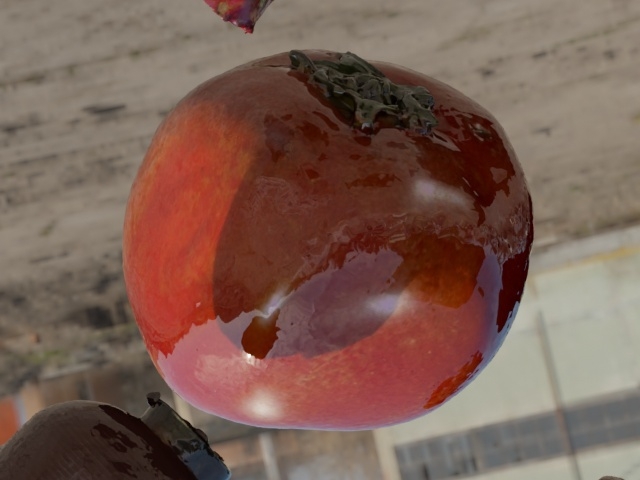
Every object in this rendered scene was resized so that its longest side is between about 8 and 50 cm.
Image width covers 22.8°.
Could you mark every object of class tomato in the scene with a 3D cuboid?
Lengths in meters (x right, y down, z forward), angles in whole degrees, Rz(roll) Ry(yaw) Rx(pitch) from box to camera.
[{"bbox_3d":[0.000,0.000,1.274,0.293,0.290,0.325,-2,-147,-35],"label":"tomato"}]

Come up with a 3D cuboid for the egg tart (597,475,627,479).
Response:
[{"bbox_3d":[0.277,0.312,1.453,0.147,0.202,0.202,-56,167,8],"label":"egg tart"}]

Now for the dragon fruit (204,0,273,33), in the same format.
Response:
[{"bbox_3d":[-0.066,-0.234,1.103,0.111,0.153,0.153,-45,170,8],"label":"dragon fruit"}]

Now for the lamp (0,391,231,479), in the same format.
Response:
[{"bbox_3d":[-0.167,0.215,1.013,0.258,0.180,0.180,-44,180,-9],"label":"lamp"}]
